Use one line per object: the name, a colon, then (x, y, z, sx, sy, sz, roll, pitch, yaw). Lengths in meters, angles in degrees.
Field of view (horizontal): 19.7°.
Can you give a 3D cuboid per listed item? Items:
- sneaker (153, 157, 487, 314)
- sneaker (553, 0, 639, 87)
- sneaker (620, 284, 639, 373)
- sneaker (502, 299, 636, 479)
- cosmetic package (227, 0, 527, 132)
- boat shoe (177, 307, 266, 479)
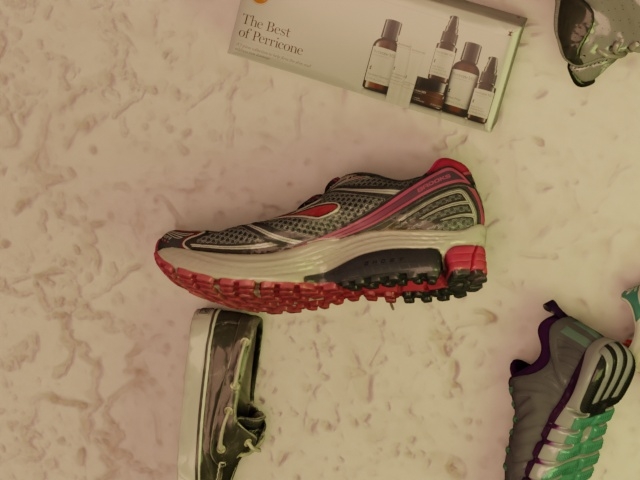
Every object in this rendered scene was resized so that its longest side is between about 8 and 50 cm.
sneaker: (0.000, 0.000, 1.617, 0.299, 0.121, 0.112, -5, 73, 14)
sneaker: (0.278, -0.161, 1.532, 0.229, 0.086, 0.132, 43, 113, 10)
sneaker: (0.301, 0.110, 1.607, 0.075, 0.057, 0.161, -3, 105, 29)
sneaker: (0.199, 0.164, 1.639, 0.098, 0.083, 0.223, 41, 120, 35)
cosmetic package: (0.048, -0.176, 1.579, 0.239, 0.060, 0.098, 17, 105, 7)
boat shoe: (-0.088, 0.172, 1.684, 0.070, 0.078, 0.219, 6, 103, 11)
